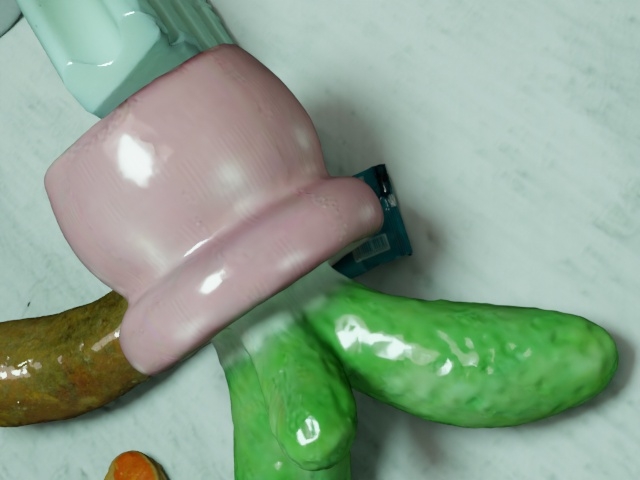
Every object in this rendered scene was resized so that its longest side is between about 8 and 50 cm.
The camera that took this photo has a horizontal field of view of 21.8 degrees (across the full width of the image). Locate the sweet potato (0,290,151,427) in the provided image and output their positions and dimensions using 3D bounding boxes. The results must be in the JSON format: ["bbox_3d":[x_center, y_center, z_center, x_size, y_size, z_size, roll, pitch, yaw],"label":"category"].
[{"bbox_3d":[-0.177,0.084,1.338,0.291,0.097,0.097,-21,67,17],"label":"sweet potato"}]

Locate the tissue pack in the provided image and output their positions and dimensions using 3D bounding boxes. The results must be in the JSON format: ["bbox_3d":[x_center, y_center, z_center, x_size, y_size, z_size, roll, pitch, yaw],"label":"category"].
[{"bbox_3d":[0.000,0.000,1.291,0.138,0.028,0.085,-28,65,25],"label":"tissue pack"}]

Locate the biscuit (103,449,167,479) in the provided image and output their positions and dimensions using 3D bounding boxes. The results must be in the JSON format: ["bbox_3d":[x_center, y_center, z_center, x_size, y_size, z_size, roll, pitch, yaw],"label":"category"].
[{"bbox_3d":[-0.216,0.282,1.313,0.250,0.036,0.165,-33,53,14],"label":"biscuit"}]

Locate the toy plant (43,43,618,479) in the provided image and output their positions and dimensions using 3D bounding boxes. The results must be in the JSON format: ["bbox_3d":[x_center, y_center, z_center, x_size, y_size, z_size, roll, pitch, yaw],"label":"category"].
[{"bbox_3d":[-0.015,0.032,1.171,0.317,0.210,0.356,-36,82,16],"label":"toy plant"}]

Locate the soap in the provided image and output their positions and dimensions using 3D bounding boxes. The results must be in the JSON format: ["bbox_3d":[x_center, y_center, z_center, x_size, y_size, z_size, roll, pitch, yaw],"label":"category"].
[{"bbox_3d":[-0.184,-0.219,1.369,0.095,0.173,0.289,-41,61,15],"label":"soap"}]

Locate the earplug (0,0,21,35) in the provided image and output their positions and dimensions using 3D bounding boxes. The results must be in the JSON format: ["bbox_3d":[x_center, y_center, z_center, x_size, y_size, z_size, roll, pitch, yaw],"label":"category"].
[{"bbox_3d":[-0.391,-0.328,1.535,0.172,0.172,0.301,-35,57,18],"label":"earplug"}]
